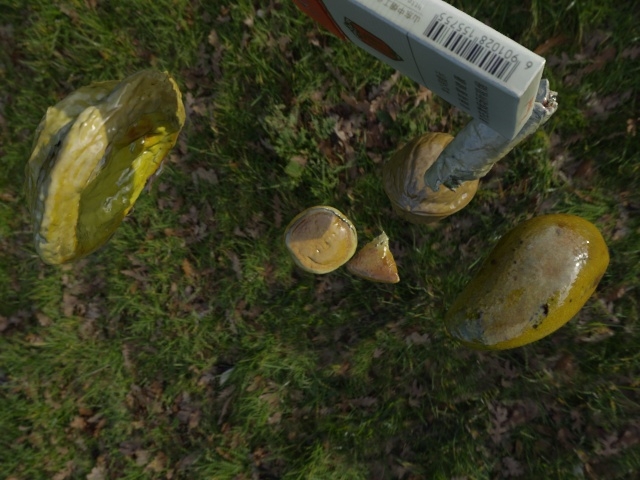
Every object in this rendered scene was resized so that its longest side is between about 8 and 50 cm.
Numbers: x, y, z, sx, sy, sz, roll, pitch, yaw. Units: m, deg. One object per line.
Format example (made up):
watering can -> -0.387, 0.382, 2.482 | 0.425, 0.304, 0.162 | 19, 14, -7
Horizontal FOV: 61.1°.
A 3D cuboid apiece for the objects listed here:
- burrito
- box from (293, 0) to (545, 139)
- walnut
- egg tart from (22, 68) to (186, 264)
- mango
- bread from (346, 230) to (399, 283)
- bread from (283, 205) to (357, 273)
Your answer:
burrito -> 0.181, -0.108, 0.588 | 0.058, 0.188, 0.045 | 14, 56, -20
box -> 0.059, -0.168, 0.431 | 0.245, 0.139, 0.035 | 36, 100, 14
walnut -> 0.259, -0.145, 1.294 | 0.227, 0.228, 0.228 | -2, 83, 13
egg tart -> -0.264, -0.096, 0.656 | 0.095, 0.279, 0.279 | 33, 91, -3
mango -> 0.381, 0.079, 0.994 | 0.329, 0.176, 0.176 | -40, 114, -18
bread -> 0.138, 0.058, 1.523 | 0.135, 0.054, 0.154 | -16, 66, 9
bread -> 0.000, 0.000, 0.788 | 0.110, 0.024, 0.110 | -2, 115, -4
